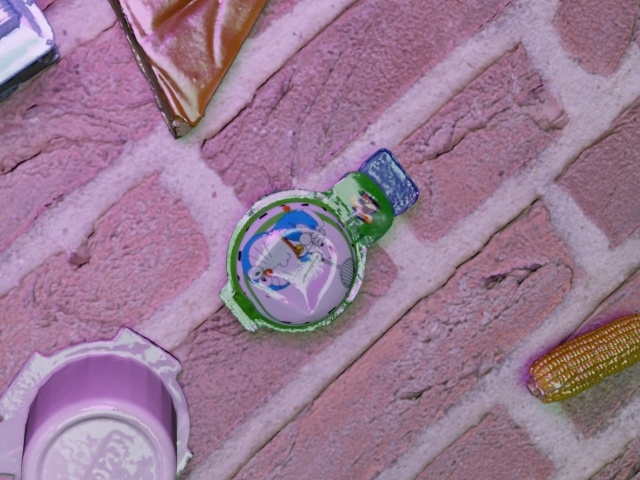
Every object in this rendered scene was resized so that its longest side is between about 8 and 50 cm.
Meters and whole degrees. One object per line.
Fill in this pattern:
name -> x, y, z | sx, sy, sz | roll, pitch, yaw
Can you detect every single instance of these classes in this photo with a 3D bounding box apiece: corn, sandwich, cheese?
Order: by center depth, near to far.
sandwich -> -0.153, -0.292, 1.212 | 0.212, 0.063, 0.245 | -27, 101, -12
cheese -> 0.000, 0.000, 1.257 | 0.320, 0.083, 0.204 | -40, 102, -8
corn -> 0.419, 0.181, 1.378 | 0.238, 0.080, 0.080 | -22, 99, -15

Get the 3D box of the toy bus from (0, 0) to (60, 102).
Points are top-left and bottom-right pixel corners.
toy bus -> -0.478, -0.199, 1.070 | 0.312, 0.190, 0.152 | -38, 101, -9

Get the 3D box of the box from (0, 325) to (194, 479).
box -> -0.303, 0.262, 1.135 | 0.291, 0.206, 0.263 | -6, 96, -13
